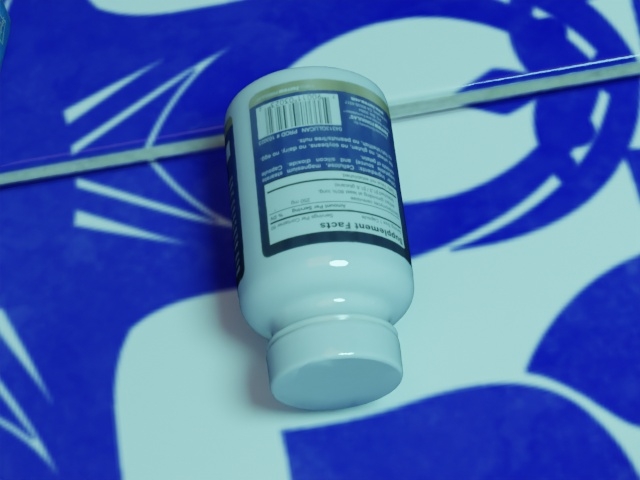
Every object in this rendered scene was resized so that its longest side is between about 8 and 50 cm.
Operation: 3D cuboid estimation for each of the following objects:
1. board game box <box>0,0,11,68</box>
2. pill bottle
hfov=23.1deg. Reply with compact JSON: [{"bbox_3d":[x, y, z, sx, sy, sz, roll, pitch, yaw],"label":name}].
[{"bbox_3d":[-0.361,-0.033,0.897,0.301,0.086,0.308,4,63,8],"label":"board game box"},{"bbox_3d":[0.000,0.000,0.840,0.094,0.094,0.169,-7,62,2],"label":"pill bottle"}]
